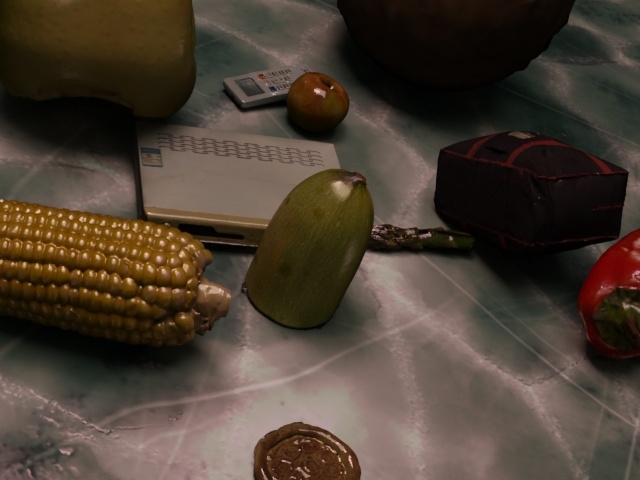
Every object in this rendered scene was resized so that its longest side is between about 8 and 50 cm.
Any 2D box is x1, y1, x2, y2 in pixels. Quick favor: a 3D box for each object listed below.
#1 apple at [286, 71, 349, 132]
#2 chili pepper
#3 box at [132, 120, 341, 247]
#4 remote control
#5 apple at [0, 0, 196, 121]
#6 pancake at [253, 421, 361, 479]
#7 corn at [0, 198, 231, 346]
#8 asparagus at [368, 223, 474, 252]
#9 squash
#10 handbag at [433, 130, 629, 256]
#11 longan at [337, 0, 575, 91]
[{"bbox_3d":[-0.003,-0.195,1.498,0.089,0.074,0.089,15,38,-12],"label":"apple"},{"bbox_3d":[0.383,0.078,1.300,0.131,0.135,0.338,24,32,27],"label":"chili pepper"},{"bbox_3d":[-0.097,-0.067,1.328,0.270,0.045,0.211,4,41,-19],"label":"box"},{"bbox_3d":[-0.061,-0.223,1.543,0.162,0.029,0.061,-16,49,-32],"label":"remote control"},{"bbox_3d":[-0.273,-0.269,1.317,0.279,0.279,0.279,13,39,-11],"label":"apple"},{"bbox_3d":[-0.014,0.224,1.050,0.115,0.011,0.115,14,37,-11],"label":"pancake"},{"bbox_3d":[-0.262,0.027,1.076,0.346,0.130,0.130,13,39,-7],"label":"corn"},{"bbox_3d":[0.121,-0.002,1.363,0.165,0.030,0.036,2,56,-23],"label":"asparagus"},{"bbox_3d":[0.000,0.000,1.188,0.123,0.187,0.123,18,37,-14],"label":"squash"},{"bbox_3d":[0.278,-0.064,1.393,0.169,0.155,0.215,0,15,-31],"label":"handbag"},{"bbox_3d":[0.213,-0.412,1.624,0.391,0.391,0.391,13,39,-11],"label":"longan"}]
